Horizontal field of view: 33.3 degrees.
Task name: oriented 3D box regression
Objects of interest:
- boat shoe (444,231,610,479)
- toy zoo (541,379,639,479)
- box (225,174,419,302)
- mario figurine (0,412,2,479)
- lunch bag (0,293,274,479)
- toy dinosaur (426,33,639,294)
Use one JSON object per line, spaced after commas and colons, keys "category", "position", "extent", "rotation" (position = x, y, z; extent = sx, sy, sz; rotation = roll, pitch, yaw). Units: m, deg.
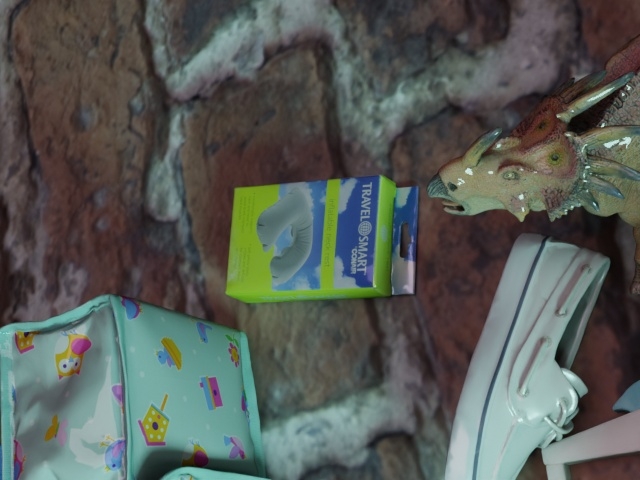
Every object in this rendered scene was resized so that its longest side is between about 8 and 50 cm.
{"category": "boat shoe", "position": [0.163, 0.113, 0.830], "extent": [0.084, 0.095, 0.258], "rotation": [11, 71, 24]}
{"category": "toy zoo", "position": [0.275, 0.237, 0.784], "extent": [0.192, 0.030, 0.293], "rotation": [-15, 69, 23]}
{"category": "box", "position": [0.000, 0.000, 0.993], "extent": [0.178, 0.042, 0.109], "rotation": [-4, 74, 28]}
{"category": "mario figurine", "position": [-0.343, 0.317, 1.001], "extent": [0.198, 0.170, 0.320], "rotation": [-56, 42, 44]}
{"category": "lunch bag", "position": [-0.146, 0.196, 0.905], "extent": [0.160, 0.223, 0.262], "rotation": [-19, 68, 21]}
{"category": "toy dinosaur", "position": [0.228, -0.095, 0.795], "extent": [0.127, 0.200, 0.296], "rotation": [29, 77, 35]}
